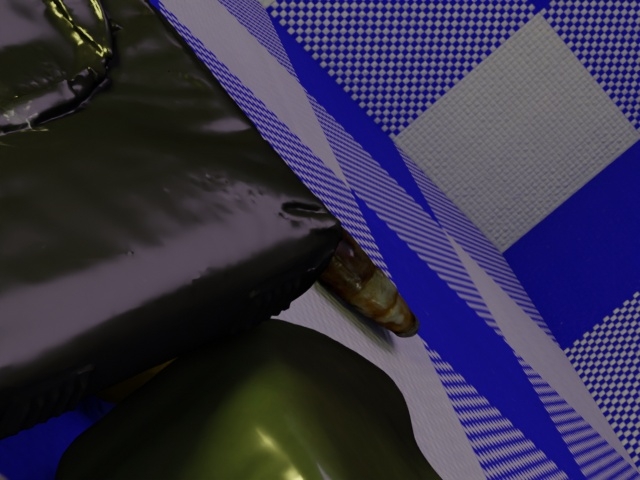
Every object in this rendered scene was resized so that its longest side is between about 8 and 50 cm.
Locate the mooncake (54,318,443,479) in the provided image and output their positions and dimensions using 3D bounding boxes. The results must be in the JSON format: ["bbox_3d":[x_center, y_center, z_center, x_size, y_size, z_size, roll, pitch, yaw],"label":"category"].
[{"bbox_3d":[0.010,0.211,0.750,0.351,0.187,0.351,51,8,-10],"label":"mooncake"}]

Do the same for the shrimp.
[{"bbox_3d":[0.000,0.000,1.756,0.365,0.071,0.233,44,3,-24],"label":"shrimp"}]

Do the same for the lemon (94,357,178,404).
[{"bbox_3d":[-0.128,0.059,0.919,0.133,0.109,0.109,24,23,-32],"label":"lemon"}]

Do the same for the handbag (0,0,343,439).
[{"bbox_3d":[-0.146,-0.030,0.641,0.275,0.088,0.244,-24,70,-44],"label":"handbag"}]
